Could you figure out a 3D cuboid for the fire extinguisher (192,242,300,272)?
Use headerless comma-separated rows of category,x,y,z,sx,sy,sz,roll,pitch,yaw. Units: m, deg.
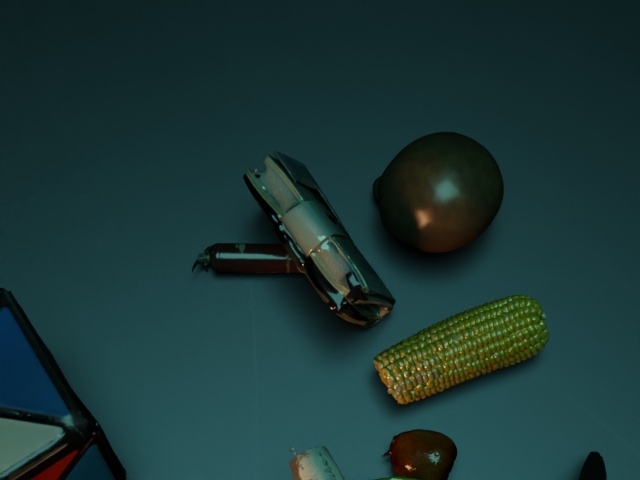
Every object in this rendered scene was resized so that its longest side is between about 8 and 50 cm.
fire extinguisher,-0.101,0.024,1.994,0.158,0.043,0.064,1,40,-1

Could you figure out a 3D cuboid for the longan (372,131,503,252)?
longan,0.159,-0.070,1.980,0.204,0.159,0.185,2,44,40

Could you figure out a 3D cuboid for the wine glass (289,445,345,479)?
wine glass,0.032,0.362,1.677,0.074,0.074,0.262,-22,68,-9

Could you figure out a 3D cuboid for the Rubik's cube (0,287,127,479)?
Rubik's cube,-0.419,0.247,1.779,0.246,0.248,0.250,-32,64,-13

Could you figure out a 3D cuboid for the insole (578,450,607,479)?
insole,0.332,0.396,1.797,0.012,0.110,0.309,-4,44,27

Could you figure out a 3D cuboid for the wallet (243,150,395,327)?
wallet,0.000,0.000,1.937,0.075,0.176,0.250,-37,73,9

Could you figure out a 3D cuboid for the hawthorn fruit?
hawthorn fruit,0.131,0.290,1.881,0.093,0.081,0.081,22,71,8

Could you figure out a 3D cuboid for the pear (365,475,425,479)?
pear,0.090,0.502,1.751,0.399,0.165,0.398,1,68,-3

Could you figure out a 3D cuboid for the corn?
corn,0.193,0.147,1.926,0.244,0.093,0.093,-20,71,-8
